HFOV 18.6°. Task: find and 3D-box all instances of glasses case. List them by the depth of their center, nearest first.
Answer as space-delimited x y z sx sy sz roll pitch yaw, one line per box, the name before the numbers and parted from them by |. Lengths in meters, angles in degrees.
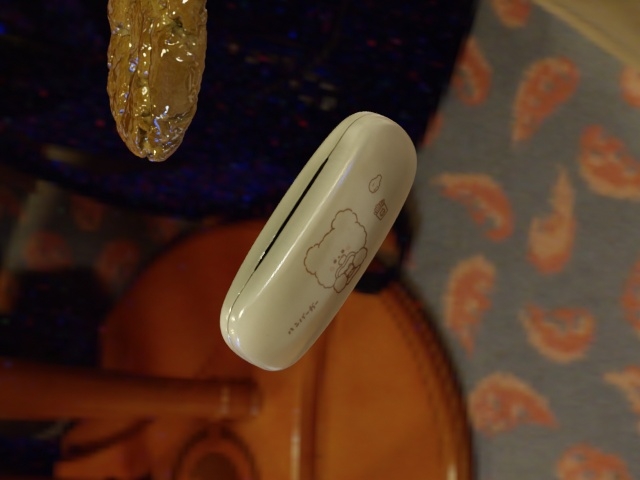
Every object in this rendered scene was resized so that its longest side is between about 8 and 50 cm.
glasses case | 0.000 0.000 1.340 0.049 0.074 0.193 21 74 46

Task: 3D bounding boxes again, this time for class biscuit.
biscuit | -0.131 -0.170 1.518 0.226 0.042 0.226 -178 90 -72
